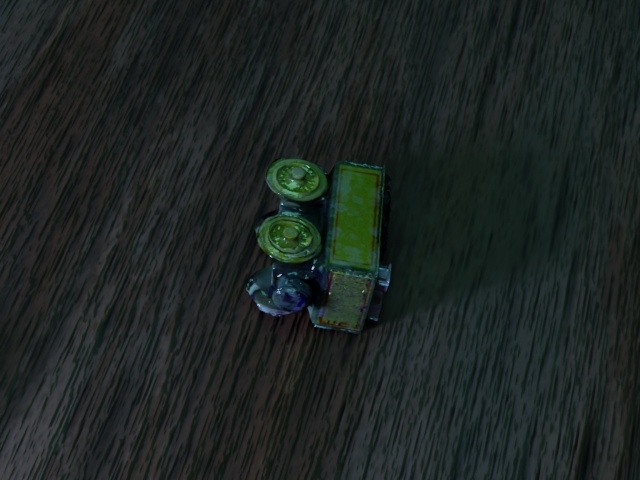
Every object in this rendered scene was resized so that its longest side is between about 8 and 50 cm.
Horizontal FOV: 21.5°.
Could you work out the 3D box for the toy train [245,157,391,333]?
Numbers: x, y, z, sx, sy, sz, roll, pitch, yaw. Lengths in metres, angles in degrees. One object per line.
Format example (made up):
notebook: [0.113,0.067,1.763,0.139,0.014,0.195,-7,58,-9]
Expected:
toy train: [0.000,0.000,2.226,0.177,0.134,0.261,9,46,-4]
